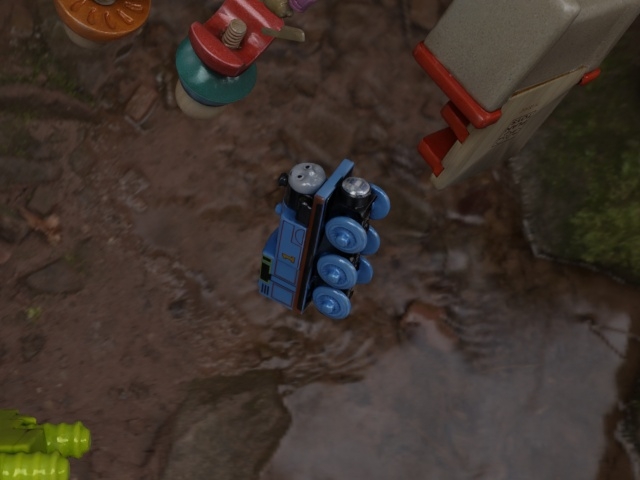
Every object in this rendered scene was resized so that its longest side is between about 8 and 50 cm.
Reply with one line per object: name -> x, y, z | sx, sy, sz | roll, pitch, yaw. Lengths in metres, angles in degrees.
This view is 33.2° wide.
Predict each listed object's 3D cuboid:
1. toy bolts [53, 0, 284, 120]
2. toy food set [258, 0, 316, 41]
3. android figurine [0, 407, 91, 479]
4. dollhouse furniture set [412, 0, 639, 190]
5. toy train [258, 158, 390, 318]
toy bolts -> -0.145, -0.242, 1.136 | 0.228, 0.158, 0.218 | 46, 56, 3
toy food set -> -0.029, -0.245, 0.972 | 0.019, 0.078, 0.122 | -20, 119, -42
android figurine -> -0.256, 0.118, 0.537 | 0.272, 0.248, 0.056 | -3, 93, -1
dollhouse furniture set -> 0.035, -0.170, 0.559 | 0.262, 0.135, 0.259 | -24, 71, -38
toy train -> 0.000, 0.000, 1.040 | 0.105, 0.184, 0.080 | 24, 48, 12
